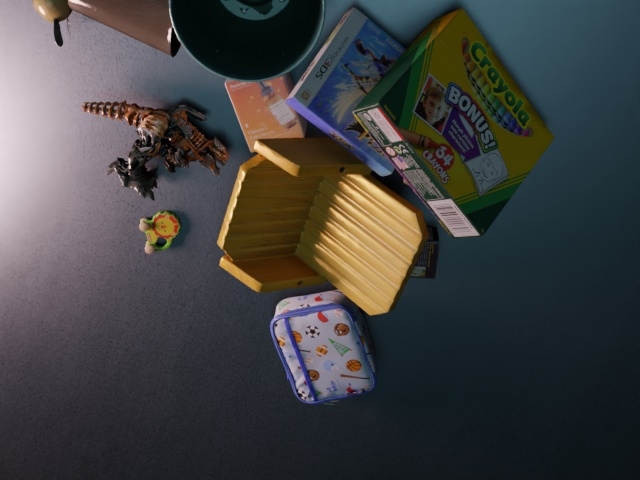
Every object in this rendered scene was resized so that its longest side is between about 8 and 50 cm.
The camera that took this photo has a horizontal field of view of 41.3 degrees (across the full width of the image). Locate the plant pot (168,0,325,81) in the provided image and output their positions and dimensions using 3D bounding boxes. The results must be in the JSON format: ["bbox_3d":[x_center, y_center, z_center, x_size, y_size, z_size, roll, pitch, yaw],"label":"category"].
[{"bbox_3d":[-0.137,-0.492,1.692,0.293,0.235,0.292,0,120,0],"label":"plant pot"}]

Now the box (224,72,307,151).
[{"bbox_3d":[-0.118,-0.301,1.876,0.130,0.091,0.170,-16,116,11],"label":"box"}]

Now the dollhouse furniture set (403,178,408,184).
[{"bbox_3d":[0.190,-0.200,1.872,0.182,0.161,0.101,24,116,-10],"label":"dollhouse furniture set"}]

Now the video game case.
[{"bbox_3d":[0.102,-0.313,1.803,0.270,0.061,0.244,36,79,-14],"label":"video game case"}]

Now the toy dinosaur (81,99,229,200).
[{"bbox_3d":[-0.376,-0.224,1.927,0.322,0.164,0.218,30,101,8],"label":"toy dinosaur"}]

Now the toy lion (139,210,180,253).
[{"bbox_3d":[-0.388,-0.023,2.073,0.096,0.034,0.100,-8,117,-1],"label":"toy lion"}]

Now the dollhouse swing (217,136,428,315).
[{"bbox_3d":[0.000,0.000,1.871,0.315,0.305,0.346,-6,132,-36],"label":"dollhouse swing"}]

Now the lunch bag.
[{"bbox_3d":[0.008,0.279,2.162,0.243,0.115,0.303,-12,115,12],"label":"lunch bag"}]

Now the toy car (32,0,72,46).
[{"bbox_3d":[-0.576,-0.501,1.766,0.149,0.155,0.188,-15,120,11],"label":"toy car"}]

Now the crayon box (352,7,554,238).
[{"bbox_3d":[0.288,-0.240,1.776,0.363,0.106,0.313,49,66,-20],"label":"crayon box"}]

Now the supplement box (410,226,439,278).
[{"bbox_3d":[0.185,0.025,2.034,0.188,0.080,0.104,3,117,2],"label":"supplement box"}]

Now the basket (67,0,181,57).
[{"bbox_3d":[-0.391,-0.507,1.756,0.227,0.154,0.204,15,111,0],"label":"basket"}]
